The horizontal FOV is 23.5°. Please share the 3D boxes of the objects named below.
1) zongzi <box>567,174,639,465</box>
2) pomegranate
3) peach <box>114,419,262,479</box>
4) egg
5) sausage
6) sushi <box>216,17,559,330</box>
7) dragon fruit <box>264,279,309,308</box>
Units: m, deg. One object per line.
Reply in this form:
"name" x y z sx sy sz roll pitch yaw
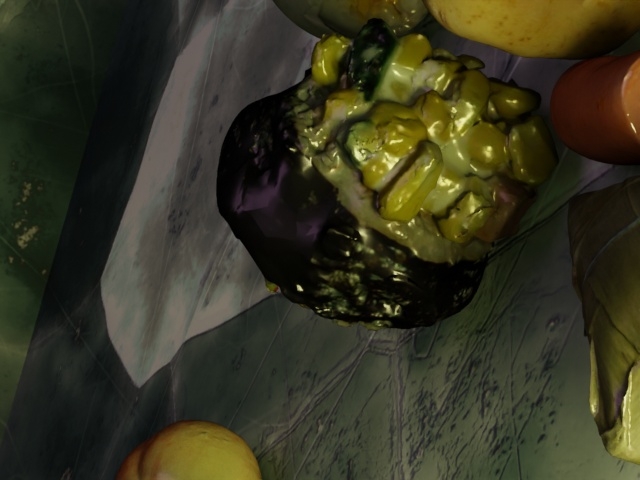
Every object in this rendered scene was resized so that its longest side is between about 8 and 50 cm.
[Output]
"zongzi" 0.356 -0.034 1.317 0.356 0.174 0.393 -48 24 27
"pomegranate" 0.237 -0.333 1.574 0.342 0.342 0.342 -44 35 43
"peach" -0.170 0.343 2.075 0.232 0.232 0.232 -44 35 43
"egg" 0.038 -0.428 2.097 0.278 0.278 0.336 -54 35 30
"sausage" 0.298 -0.129 1.511 0.259 0.114 0.113 -163 93 -81
"sushi" 0.078 -0.096 1.734 0.285 0.329 0.328 -55 23 40
"dragon fruit" 0.000 0.000 2.032 0.166 0.160 0.172 51 142 21
